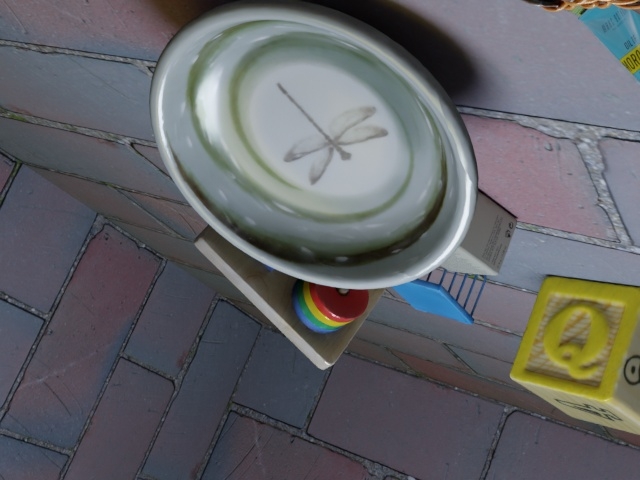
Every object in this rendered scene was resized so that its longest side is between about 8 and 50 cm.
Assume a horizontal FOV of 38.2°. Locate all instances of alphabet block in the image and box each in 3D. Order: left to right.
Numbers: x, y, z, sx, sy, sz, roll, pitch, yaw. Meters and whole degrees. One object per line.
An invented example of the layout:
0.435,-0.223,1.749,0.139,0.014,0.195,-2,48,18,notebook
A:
0.458,0.188,1.489,0.197,0.192,0.193,35,161,-37,alphabet block

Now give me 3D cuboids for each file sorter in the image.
0.199,0.058,1.590,0.118,0.104,0.170,14,164,33,file sorter

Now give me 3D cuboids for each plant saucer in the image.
-0.002,-0.117,1.078,0.401,0.100,0.400,15,137,15,plant saucer

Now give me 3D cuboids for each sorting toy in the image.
0.000,0.000,1.306,0.255,0.257,0.089,46,139,-8,sorting toy

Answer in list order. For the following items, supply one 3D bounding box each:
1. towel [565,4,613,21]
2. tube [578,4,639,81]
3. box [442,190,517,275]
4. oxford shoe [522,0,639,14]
0.231,-0.200,0.745,0.060,0.009,0.083,22,167,2,towel
0.295,-0.123,0.737,0.207,0.052,0.080,46,162,3,tube
0.142,-0.051,1.287,0.275,0.094,0.113,33,164,-34,box
0.181,-0.190,0.600,0.364,0.132,0.130,28,165,-21,oxford shoe
